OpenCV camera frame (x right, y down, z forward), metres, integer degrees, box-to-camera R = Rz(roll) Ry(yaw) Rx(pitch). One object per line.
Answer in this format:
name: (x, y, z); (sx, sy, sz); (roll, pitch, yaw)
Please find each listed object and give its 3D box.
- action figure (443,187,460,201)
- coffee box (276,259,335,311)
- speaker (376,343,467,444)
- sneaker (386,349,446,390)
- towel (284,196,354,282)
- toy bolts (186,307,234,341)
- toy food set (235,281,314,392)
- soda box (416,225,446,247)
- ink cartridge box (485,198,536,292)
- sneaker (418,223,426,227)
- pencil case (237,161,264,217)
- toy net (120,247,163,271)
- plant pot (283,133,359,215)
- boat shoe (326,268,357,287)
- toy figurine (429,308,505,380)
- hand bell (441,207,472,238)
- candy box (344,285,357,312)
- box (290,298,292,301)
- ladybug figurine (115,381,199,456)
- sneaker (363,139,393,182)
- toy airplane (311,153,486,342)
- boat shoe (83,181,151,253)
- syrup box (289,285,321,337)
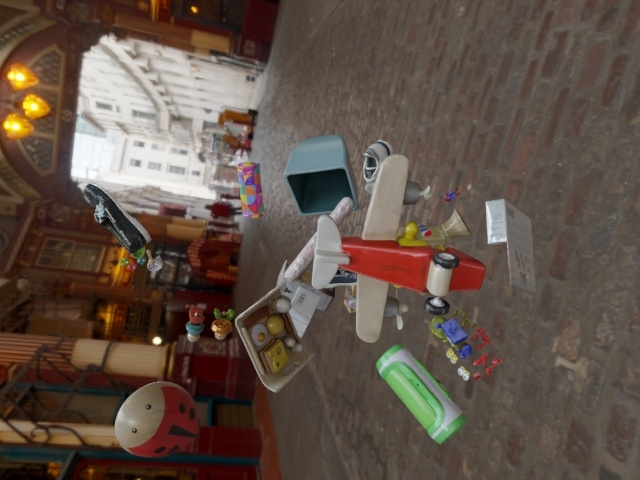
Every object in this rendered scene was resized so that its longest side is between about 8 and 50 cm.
action figure: (0.558, -0.190, 2.024); (0.115, 0.030, 0.038); (125, 124, -70)
coffee box: (-0.064, 0.201, 2.084); (0.141, 0.246, 0.098); (-85, 20, -61)
speaker: (0.306, 0.466, 1.448); (0.296, 0.131, 0.131); (48, 139, 29)
sneaker: (0.459, 0.637, 2.167); (0.130, 0.323, 0.236); (-48, 23, -20)
towel: (0.000, 0.000, 1.658); (0.332, 0.053, 0.317); (-53, -2, 0)
toy bolts: (-0.541, 0.440, 2.293); (0.218, 0.228, 0.159); (-124, 45, -64)
toy food set: (-0.140, 0.322, 1.585); (0.092, 0.219, 0.306); (-6, 112, 42)
soda box: (0.321, -0.004, 1.569); (0.061, 0.181, 0.058); (94, 172, -47)
ink cartridge box: (0.563, 0.025, 1.378); (0.060, 0.275, 0.239); (-7, 76, 37)
sneaker: (0.490, -0.015, 2.249); (0.053, 0.059, 0.144); (-22, 68, 28)
pencil case: (-0.286, -0.206, 1.939); (0.104, 0.104, 0.237); (-113, 20, -65)
toy net: (-0.787, 0.099, 2.120); (0.232, 0.045, 0.122); (44, -116, -56)
plant pot: (0.015, -0.281, 1.875); (0.248, 0.246, 0.252); (68, -159, -49)
boat shoe: (0.092, 0.105, 1.675); (0.079, 0.254, 0.095); (63, -144, -22)
toy figurine: (0.578, 0.374, 1.956); (0.217, 0.191, 0.363); (57, -176, -39)
hand bell: (0.462, -0.014, 1.871); (0.242, 0.126, 0.126); (-31, 37, 18)
candy box: (0.221, 0.172, 2.132); (0.088, 0.182, 0.317); (-119, 30, -54)
box: (-0.061, 0.252, 2.284); (0.105, 0.179, 0.043); (51, 168, 11)
ladybug figurine: (-0.645, 0.758, 1.953); (0.305, 0.161, 0.449); (-66, -30, -16)
sneaker: (0.180, -0.202, 1.514); (0.090, 0.095, 0.235); (18, 135, 37)
toy airplane: (0.163, 0.034, 1.195); (0.386, 0.384, 0.272); (-36, 3, 26)
boat shoe: (-0.727, -0.081, 1.632); (0.091, 0.302, 0.114); (-45, -9, -32)
syrup box: (-0.077, 0.279, 1.801); (0.093, 0.096, 0.237); (-63, -2, -32)
